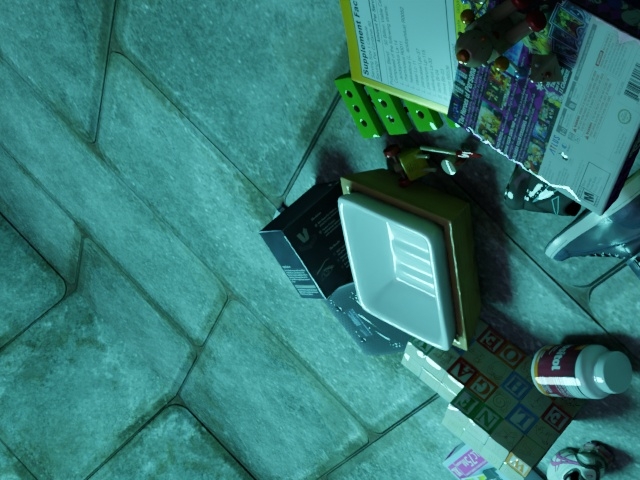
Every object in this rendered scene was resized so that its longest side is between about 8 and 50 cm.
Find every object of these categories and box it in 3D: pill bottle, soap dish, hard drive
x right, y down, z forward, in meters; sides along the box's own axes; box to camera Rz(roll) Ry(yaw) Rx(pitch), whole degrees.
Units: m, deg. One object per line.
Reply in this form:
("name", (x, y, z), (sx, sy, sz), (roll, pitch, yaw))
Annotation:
("pill bottle", (0.415, 0.208, 1.625), (0.086, 0.086, 0.152), (56, 151, -14))
("soap dish", (0.157, 0.027, 1.719), (0.229, 0.118, 0.291), (25, 142, 37))
("hard drive", (0.117, 0.140, 2.001), (0.172, 0.054, 0.254), (52, 152, -8))

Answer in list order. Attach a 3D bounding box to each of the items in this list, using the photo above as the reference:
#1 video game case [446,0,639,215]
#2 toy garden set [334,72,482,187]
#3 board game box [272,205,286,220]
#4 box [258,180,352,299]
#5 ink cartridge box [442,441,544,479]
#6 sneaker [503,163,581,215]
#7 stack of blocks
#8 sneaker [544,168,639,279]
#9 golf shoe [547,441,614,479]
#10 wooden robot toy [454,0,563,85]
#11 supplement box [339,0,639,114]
("video game case", (0.235, -0.160, 1.032), (0.210, 0.042, 0.232), (36, 148, 22))
("toy garden set", (0.153, -0.180, 1.547), (0.244, 0.049, 0.204), (1, 126, 54))
("board game box", (-0.061, -0.018, 2.089), (0.090, 0.020, 0.090), (44, 152, 8))
("box", (0.000, 0.000, 1.878), (0.093, 0.156, 0.158), (-3, 124, 58))
("ink cartridge box", (0.403, 0.525, 2.083), (0.311, 0.065, 0.186), (42, 152, 9))
("sneaker", (0.319, -0.123, 1.353), (0.106, 0.101, 0.267), (24, 153, 14))
("stack of blocks", (0.286, 0.260, 1.787), (0.297, 0.171, 0.087), (39, 151, 18))
("sneaker", (0.412, 0.020, 1.386), (0.163, 0.086, 0.226), (49, 152, 4))
("golf shoe", (0.451, 0.421, 1.850), (0.067, 0.086, 0.186), (43, 154, 6))
("wooden robot toy", (0.156, -0.201, 0.970), (0.173, 0.079, 0.076), (53, 152, -3))
("supplement box", (0.213, -0.265, 1.188), (0.356, 0.195, 0.194), (27, 146, 34))
